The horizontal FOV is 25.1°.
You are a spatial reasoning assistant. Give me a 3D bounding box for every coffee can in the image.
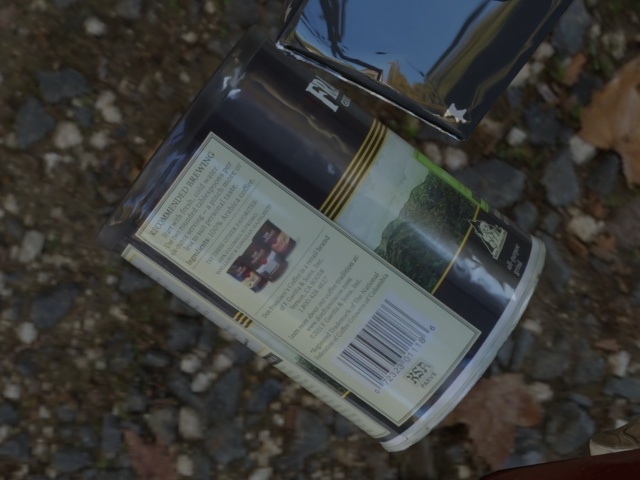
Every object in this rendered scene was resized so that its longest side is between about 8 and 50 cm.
[{"bbox_3d":[0.000,0.000,1.081,0.275,0.201,0.201,37,97,-6],"label":"coffee can"}]

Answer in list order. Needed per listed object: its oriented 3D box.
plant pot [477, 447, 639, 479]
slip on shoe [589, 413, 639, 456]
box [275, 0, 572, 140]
[{"bbox_3d":[0.102,0.186,0.310,0.267,0.236,0.267,-19,116,45],"label":"plant pot"},{"bbox_3d":[0.227,0.135,0.977,0.051,0.135,0.041,1,88,-13],"label":"slip on shoe"},{"bbox_3d":[0.089,-0.202,0.600,0.261,0.103,0.184,-55,20,36],"label":"box"}]
